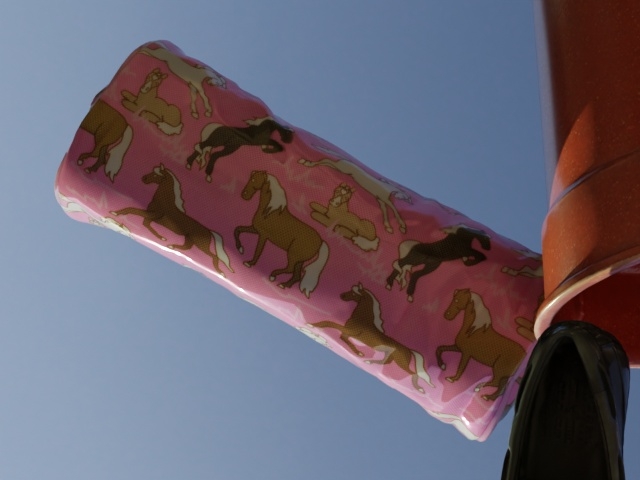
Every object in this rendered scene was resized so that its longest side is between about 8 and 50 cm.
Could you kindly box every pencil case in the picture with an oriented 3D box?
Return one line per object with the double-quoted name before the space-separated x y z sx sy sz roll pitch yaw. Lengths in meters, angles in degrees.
"pencil case" 0.000 0.000 1.053 0.167 0.386 0.160 -51 166 -49

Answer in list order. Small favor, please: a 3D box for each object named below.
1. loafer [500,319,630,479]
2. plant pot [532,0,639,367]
"loafer" 0.129 0.155 0.781 0.076 0.078 0.223 3 -96 23
"plant pot" 0.251 -0.085 0.910 0.272 0.272 0.265 -23 -117 36
